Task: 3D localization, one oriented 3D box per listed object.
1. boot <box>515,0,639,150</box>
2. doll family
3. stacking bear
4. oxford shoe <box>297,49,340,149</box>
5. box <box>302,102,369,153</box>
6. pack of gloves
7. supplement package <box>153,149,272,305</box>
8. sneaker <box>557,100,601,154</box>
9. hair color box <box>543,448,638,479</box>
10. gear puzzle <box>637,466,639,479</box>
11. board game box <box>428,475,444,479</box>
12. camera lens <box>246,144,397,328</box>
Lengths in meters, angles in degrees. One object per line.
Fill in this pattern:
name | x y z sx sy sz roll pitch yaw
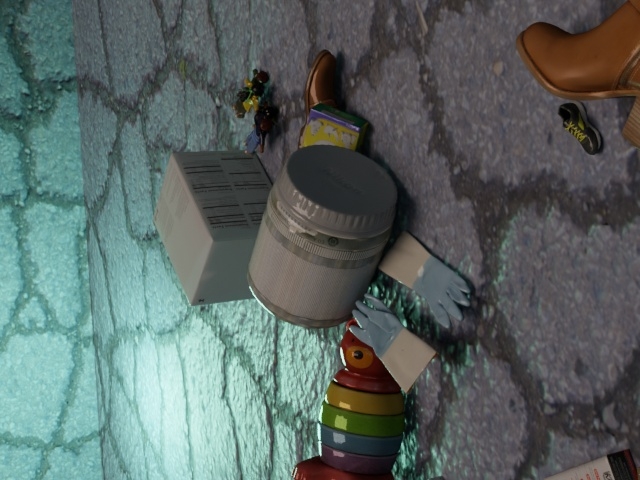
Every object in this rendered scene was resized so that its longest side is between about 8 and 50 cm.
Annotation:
boot | 0.364 -0.253 1.215 0.283 0.109 0.220 52 139 41
doll family | -0.131 -0.268 2.144 0.111 0.076 0.193 -39 66 51
stacking bear | 0.074 0.282 1.792 0.175 0.164 0.289 10 93 28
oxford shoe | 0.013 -0.245 1.907 0.076 0.076 0.212 18 114 29
box | 0.016 -0.149 1.876 0.105 0.043 0.179 23 124 17
pack of gloves | 0.152 0.117 1.692 0.195 0.046 0.232 -56 37 8
supplement package | -0.207 -0.031 2.185 0.263 0.198 0.199 61 143 36
sneaker | 0.338 -0.146 1.359 0.031 0.035 0.083 -57 47 49
hair color box | 0.367 0.335 1.389 0.141 0.043 0.072 -44 57 56
gear puzzle | 0.459 0.318 1.231 0.175 0.044 0.339 -14 80 62
board game box | 0.195 0.487 1.740 0.103 0.026 0.154 56 141 40
camera lens | 0.000 0.000 1.800 0.219 0.219 0.274 57 142 39
